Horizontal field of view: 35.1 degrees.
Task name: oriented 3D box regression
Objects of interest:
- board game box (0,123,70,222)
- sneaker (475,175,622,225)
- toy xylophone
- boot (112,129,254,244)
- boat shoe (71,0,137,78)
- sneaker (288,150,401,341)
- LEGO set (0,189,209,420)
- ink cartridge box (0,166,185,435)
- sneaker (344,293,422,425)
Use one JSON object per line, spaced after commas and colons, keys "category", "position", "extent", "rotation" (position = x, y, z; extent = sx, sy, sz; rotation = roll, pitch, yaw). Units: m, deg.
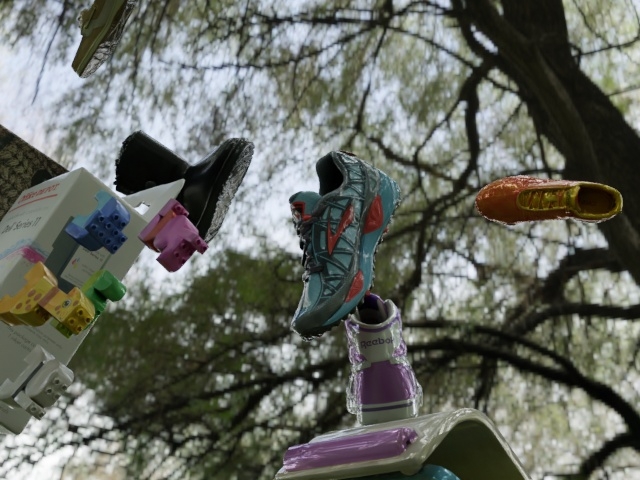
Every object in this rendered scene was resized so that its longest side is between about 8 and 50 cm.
{"category": "board game box", "position": [-0.550, -0.061, 1.650], "extent": [0.141, 0.232, 0.291], "rotation": [21, -11, 34]}
{"category": "sneaker", "position": [0.273, -0.052, 1.208], "extent": [0.175, 0.064, 0.067], "rotation": [-2, -8, -3]}
{"category": "toy xylophone", "position": [0.087, 0.240, 0.700], "extent": [0.236, 0.081, 0.322], "rotation": [-29, -72, 42]}
{"category": "boot", "position": [-0.238, -0.122, 1.688], "extent": [0.207, 0.094, 0.246], "rotation": [35, -46, 5]}
{"category": "boat shoe", "position": [-0.248, -0.249, 1.143], "extent": [0.045, 0.050, 0.135], "rotation": [33, -82, 4]}
{"category": "sneaker", "position": [0.000, 0.000, 1.213], "extent": [0.125, 0.261, 0.104], "rotation": [37, -40, -21]}
{"category": "LEGO set", "position": [-0.187, 0.045, 0.829], "extent": [0.093, 0.227, 0.087], "rotation": [24, -20, 48]}
{"category": "ink cartridge box", "position": [-0.327, 0.041, 1.175], "extent": [0.119, 0.353, 0.207], "rotation": [42, -28, -24]}
{"category": "sneaker", "position": [0.078, 0.148, 1.325], "extent": [0.102, 0.161, 0.282], "rotation": [-9, -5, -4]}
